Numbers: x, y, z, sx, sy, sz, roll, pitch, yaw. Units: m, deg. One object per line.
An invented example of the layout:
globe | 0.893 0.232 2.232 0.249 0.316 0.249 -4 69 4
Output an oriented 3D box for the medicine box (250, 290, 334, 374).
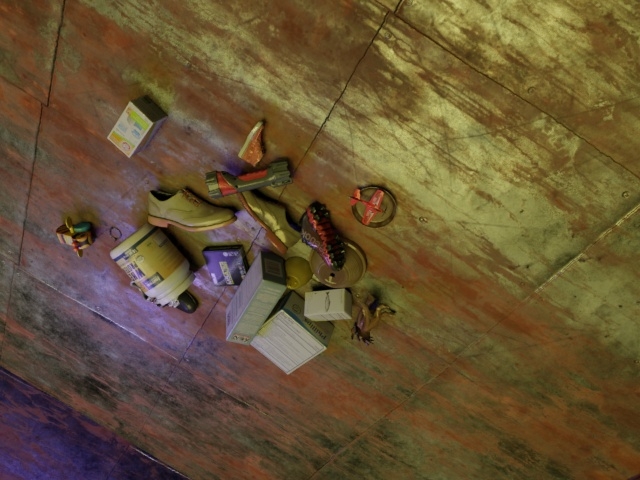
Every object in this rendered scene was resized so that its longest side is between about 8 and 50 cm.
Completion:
medicine box | -0.137 0.414 2.024 0.263 0.149 0.289 42 122 -10

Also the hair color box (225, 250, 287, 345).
hair color box | -0.279 0.247 1.914 0.114 0.185 0.374 20 122 -25

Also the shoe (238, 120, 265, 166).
shoe | -0.229 -0.349 1.652 0.081 0.063 0.178 35 129 -7

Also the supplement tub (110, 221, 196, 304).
supplement tub | -0.718 0.101 1.967 0.228 0.228 0.316 -28 108 29

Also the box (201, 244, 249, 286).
box | -0.406 0.113 1.989 0.184 0.045 0.190 -4 119 15

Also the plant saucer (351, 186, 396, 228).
plant saucer | 0.198 -0.124 1.674 0.169 0.029 0.168 8 122 13

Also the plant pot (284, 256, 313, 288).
plant pot | -0.106 0.148 1.888 0.135 0.095 0.134 7 121 12

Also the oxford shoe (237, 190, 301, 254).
oxford shoe | -0.208 -0.116 1.774 0.130 0.123 0.348 -38 100 -1

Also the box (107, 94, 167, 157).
box | -0.694 -0.430 1.717 0.114 0.103 0.203 45 122 -11

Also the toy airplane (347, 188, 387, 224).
toy airplane | 0.168 -0.131 1.645 0.151 0.028 0.151 7 120 12

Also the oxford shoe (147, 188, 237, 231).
oxford shoe | -0.530 -0.128 1.831 0.398 0.140 0.146 4 114 12

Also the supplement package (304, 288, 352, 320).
supplement package | 0.034 0.270 1.891 0.180 0.105 0.105 -9 152 21

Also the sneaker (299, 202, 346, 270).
sneaker | 0.000 0.000 1.729 0.135 0.098 0.275 -33 77 39

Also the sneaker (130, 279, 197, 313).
sneaker | -0.743 0.263 2.123 0.331 0.146 0.122 36 122 -7

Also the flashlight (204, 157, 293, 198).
flashlight | -0.264 -0.233 1.661 0.305 0.103 0.103 -15 134 -1

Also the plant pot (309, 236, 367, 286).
plant pot | 0.060 0.109 1.808 0.238 0.109 0.237 8 122 13

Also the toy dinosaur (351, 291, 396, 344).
toy dinosaur | 0.188 0.330 1.837 0.127 0.295 0.200 37 86 22

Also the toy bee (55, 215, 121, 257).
toy bee | -1.095 -0.019 2.051 0.299 0.162 0.195 -16 112 24
